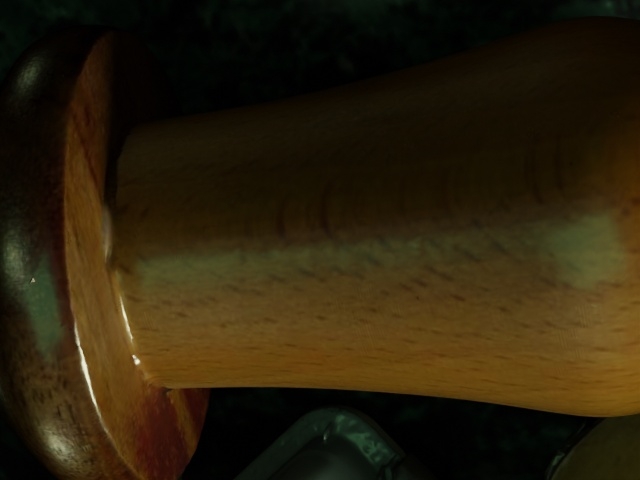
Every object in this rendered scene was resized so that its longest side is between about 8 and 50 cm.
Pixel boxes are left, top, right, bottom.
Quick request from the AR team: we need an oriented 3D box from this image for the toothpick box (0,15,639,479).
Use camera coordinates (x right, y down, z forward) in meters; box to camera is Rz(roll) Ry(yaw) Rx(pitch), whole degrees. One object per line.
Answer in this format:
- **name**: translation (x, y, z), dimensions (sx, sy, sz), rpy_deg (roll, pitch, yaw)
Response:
- **toothpick box**: translation (0.000, 0.000, 0.551), dimensions (0.295, 0.192, 0.192), rpy_deg (-5, 110, 9)

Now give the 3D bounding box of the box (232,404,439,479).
- **box**: translation (-0.021, 0.205, 0.661), dimensions (0.162, 0.130, 0.227), rpy_deg (47, 112, 6)

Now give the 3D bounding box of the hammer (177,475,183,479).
- **hammer**: translation (-0.061, 0.119, 0.612), dimensions (0.013, 0.199, 0.062), rpy_deg (34, 99, -26)

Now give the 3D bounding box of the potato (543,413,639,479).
- **potato**: translation (0.185, 0.152, 0.568), dimensions (0.202, 0.117, 0.182), rpy_deg (-33, 106, 2)
